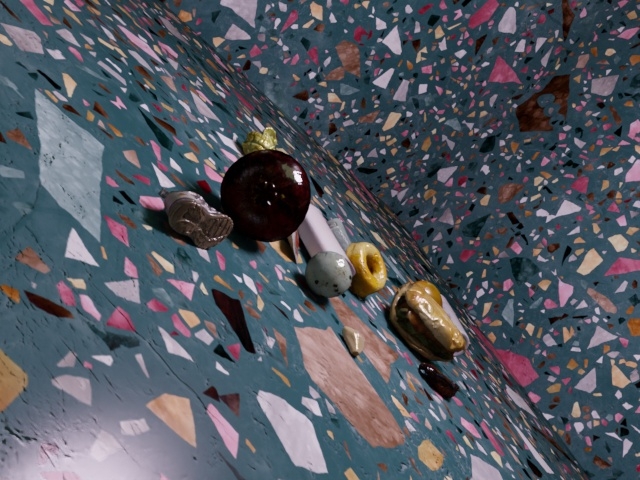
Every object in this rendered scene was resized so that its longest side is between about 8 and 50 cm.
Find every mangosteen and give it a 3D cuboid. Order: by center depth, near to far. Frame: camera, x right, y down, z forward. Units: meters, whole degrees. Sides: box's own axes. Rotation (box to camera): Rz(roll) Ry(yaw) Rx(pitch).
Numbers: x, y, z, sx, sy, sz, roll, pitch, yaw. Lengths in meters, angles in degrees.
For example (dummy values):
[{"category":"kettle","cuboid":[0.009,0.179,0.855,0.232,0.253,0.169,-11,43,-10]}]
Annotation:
[{"category":"mangosteen","cuboid":[-0.136,-0.113,1.550,0.235,0.235,0.261,48,-1,-1]}]

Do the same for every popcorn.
[{"category":"popcorn","cuboid":[-0.218,-0.332,2.165,0.135,0.163,0.141,-9,23,-34]}]

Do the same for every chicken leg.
[{"category":"chicken leg","cuboid":[0.408,0.472,1.974,0.253,0.051,0.106,40,10,-43]}]

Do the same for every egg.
[{"category":"egg","cuboid":[0.029,0.094,1.656,0.131,0.131,0.164,53,16,23]}]

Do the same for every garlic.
[{"category":"garlic","cuboid":[0.088,0.265,1.561,0.053,0.041,0.083,29,29,-41]}]

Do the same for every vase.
[{"category":"vase","cuboid":[0.086,0.032,2.128,0.219,0.096,0.096,57,16,26]}]

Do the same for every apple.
[{"category":"apple","cuboid":[0.388,0.245,2.300,0.155,0.182,0.182,61,17,19]}]

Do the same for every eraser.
[{"category":"eraser","cuboid":[0.000,0.000,1.928,0.174,0.095,0.270,34,18,-45]}]

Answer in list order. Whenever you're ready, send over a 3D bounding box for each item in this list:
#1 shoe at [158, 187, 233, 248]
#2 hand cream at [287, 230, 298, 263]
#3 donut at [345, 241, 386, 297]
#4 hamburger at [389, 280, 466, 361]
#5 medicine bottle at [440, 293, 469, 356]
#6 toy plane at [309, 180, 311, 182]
[{"category":"shoe","cuboid":[-0.267,-0.051,1.255,0.092,0.089,0.180,42,5,33]},{"category":"hand cream","cuboid":[-0.087,-0.018,1.795,0.234,0.050,0.080,-106,-175,-61]},{"category":"donut","cuboid":[0.157,0.093,1.998,0.174,0.074,0.191,-17,93,-53]},{"category":"hamburger","cuboid":[0.339,0.275,2.074,0.209,0.162,0.330,23,30,-57]},{"category":"medicine bottle","cuboid":[0.506,0.337,2.500,0.130,0.130,0.341,42,13,-23]},{"category":"toy plane","cuboid":[-0.125,-0.144,1.772,0.271,0.105,0.254,-22,93,-48]}]
